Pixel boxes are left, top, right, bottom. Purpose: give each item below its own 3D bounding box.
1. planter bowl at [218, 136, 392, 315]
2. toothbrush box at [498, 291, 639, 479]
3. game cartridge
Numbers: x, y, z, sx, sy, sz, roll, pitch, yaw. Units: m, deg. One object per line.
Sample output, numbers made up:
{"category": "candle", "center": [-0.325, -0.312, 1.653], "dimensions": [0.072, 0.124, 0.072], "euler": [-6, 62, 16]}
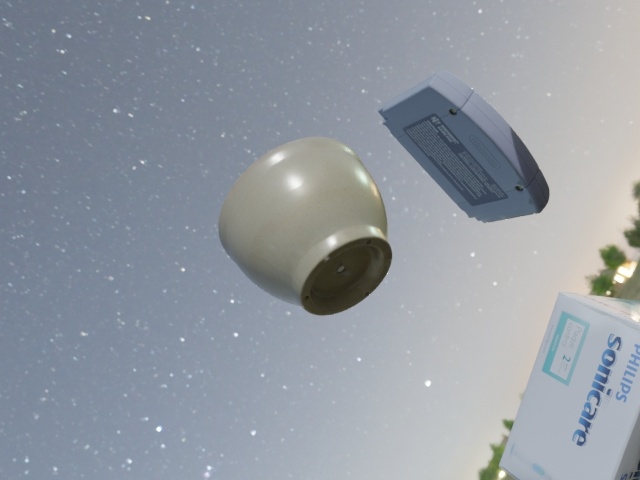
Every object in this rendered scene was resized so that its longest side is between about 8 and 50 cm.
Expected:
{"category": "planter bowl", "center": [0.000, 0.000, 0.561], "dimensions": [0.162, 0.109, 0.162], "euler": [-22, -40, -20]}
{"category": "toothbrush box", "center": [0.373, 0.188, 0.685], "dimensions": [0.295, 0.126, 0.216], "euler": [7, -77, -35]}
{"category": "game cartridge", "center": [0.252, -0.153, 1.035], "dimensions": [0.062, 0.297, 0.198], "euler": [-53, 17, -25]}
